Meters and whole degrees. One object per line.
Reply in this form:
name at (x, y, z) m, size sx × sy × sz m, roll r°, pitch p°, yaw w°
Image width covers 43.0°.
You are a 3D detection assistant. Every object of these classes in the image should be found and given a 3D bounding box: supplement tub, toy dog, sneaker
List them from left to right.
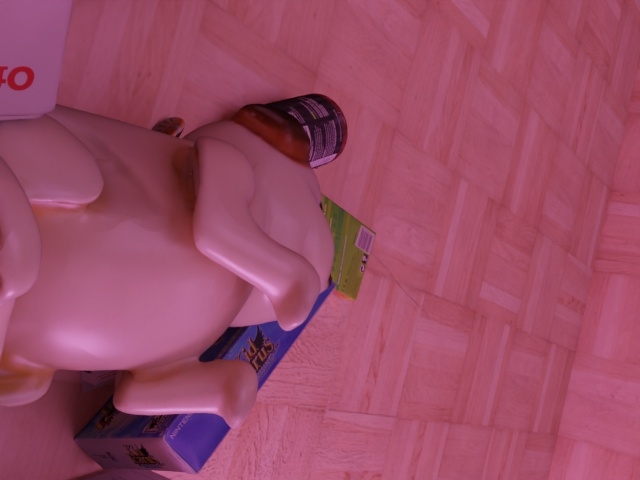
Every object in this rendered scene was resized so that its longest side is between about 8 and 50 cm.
toy dog at (-0.168, 0.005, 0.749) m, size 0.408 × 0.395 × 0.284 m, roll -7°, pitch 122°, yaw -42°
sneaker at (-0.192, -0.114, 0.989) m, size 0.083 × 0.032 × 0.037 m, roll -55°, pitch 151°, yaw -23°
supplement tub at (-0.058, -0.136, 1.098) m, size 0.198 × 0.106 × 0.106 m, roll -24°, pitch 117°, yaw -48°

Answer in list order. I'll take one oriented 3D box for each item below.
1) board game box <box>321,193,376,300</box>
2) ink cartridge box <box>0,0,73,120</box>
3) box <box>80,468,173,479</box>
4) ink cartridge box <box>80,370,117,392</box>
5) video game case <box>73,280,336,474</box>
board game box at (0.000, 0.000, 1.269) m, size 0.259 × 0.039 × 0.124 m, roll 34°, pitch 70°, yaw -54°
ink cartridge box at (-0.253, -0.222, 0.471) m, size 0.211 × 0.122 × 0.289 m, roll -12°, pitch 129°, yaw -49°
box at (-0.260, 0.378, 0.832) m, size 0.345 × 0.215 × 0.168 m, roll -2°, pitch 100°, yaw -54°
ink cartridge box at (-0.256, 0.138, 0.957) m, size 0.048 × 0.028 × 0.083 m, roll -15°, pitch 111°, yaw -51°
video game case at (-0.137, 0.143, 0.942) m, size 0.061 × 0.244 × 0.269 m, roll 49°, pitch 55°, yaw -15°
